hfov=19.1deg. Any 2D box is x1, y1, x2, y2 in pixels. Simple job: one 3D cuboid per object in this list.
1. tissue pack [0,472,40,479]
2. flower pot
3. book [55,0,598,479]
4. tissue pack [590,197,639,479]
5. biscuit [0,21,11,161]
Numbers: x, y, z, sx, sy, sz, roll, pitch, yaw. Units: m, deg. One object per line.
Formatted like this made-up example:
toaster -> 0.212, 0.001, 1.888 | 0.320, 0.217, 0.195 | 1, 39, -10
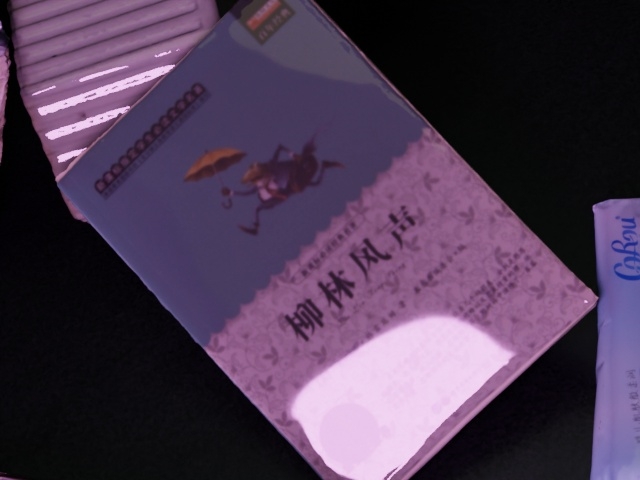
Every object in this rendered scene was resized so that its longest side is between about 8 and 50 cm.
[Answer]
tissue pack -> -0.160, 0.313, 1.370 | 0.370, 0.210, 0.198 | 8, 39, 19
flower pot -> -0.153, -0.139, 1.681 | 0.189, 0.239, 0.209 | -19, 86, 5
book -> 0.000, 0.000, 1.527 | 0.264, 0.031, 0.379 | -44, 82, 6
tissue pack -> 0.302, 0.088, 1.485 | 0.177, 0.089, 0.263 | -3, 57, 16
biscuit -> -0.328, -0.137, 1.673 | 0.079, 0.309, 0.186 | -16, 52, -26
